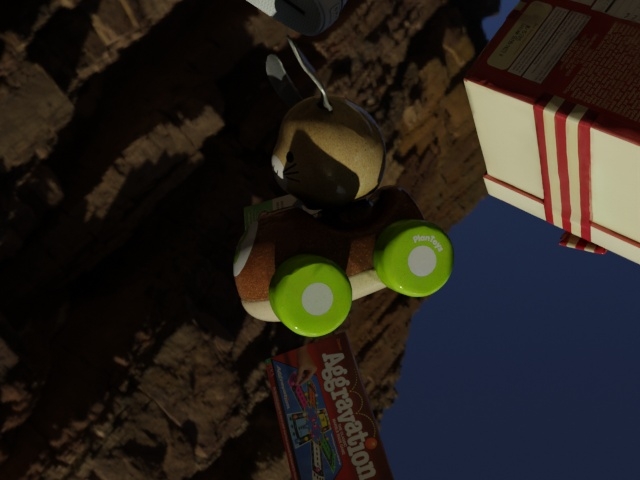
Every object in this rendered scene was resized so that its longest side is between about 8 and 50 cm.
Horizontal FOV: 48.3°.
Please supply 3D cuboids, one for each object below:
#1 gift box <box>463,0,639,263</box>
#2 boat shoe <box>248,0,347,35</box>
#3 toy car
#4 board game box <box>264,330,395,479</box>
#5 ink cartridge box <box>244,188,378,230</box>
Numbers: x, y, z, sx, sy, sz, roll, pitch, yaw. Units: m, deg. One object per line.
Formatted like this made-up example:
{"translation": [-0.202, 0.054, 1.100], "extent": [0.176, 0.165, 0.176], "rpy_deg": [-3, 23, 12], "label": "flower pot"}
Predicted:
{"translation": [0.310, -0.152, 0.762], "extent": [0.276, 0.258, 0.255], "rpy_deg": [36, -100, 34], "label": "gift box"}
{"translation": [-0.071, -0.256, 0.588], "extent": [0.226, 0.083, 0.076], "rpy_deg": [37, -117, -3], "label": "boat shoe"}
{"translation": [-0.008, -0.048, 0.515], "extent": [0.148, 0.189, 0.155], "rpy_deg": [-19, -170, -14], "label": "toy car"}
{"translation": [0.011, 0.283, 1.097], "extent": [0.145, 0.027, 0.281], "rpy_deg": [-19, -129, 1], "label": "board game box"}
{"translation": [0.000, 0.000, 1.070], "extent": [0.212, 0.093, 0.154], "rpy_deg": [-14, -134, 6], "label": "ink cartridge box"}
